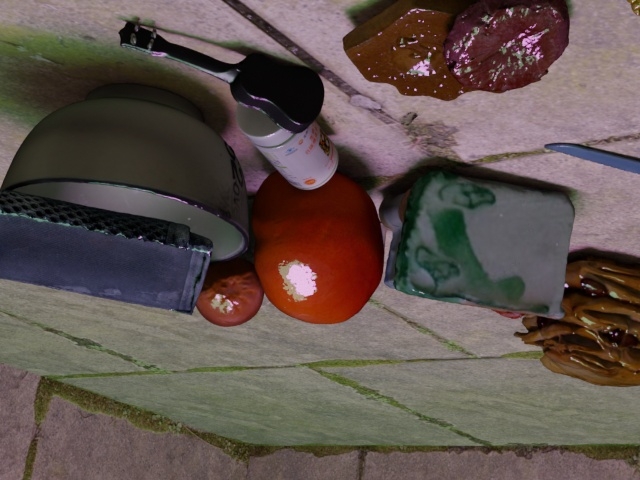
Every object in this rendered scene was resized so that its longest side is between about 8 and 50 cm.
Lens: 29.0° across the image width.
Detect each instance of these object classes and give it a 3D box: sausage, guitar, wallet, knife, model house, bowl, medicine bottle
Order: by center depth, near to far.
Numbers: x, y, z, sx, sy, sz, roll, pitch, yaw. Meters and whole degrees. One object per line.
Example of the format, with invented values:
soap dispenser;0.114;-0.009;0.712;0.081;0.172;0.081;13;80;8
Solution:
guitar;-0.122;-0.216;1.556;0.271;0.083;0.038;21;154;-17
wallet;-0.324;0.008;1.697;0.342;0.075;0.237;12;155;-7
medicine bottle;-0.043;-0.141;1.703;0.086;0.086;0.183;0;160;21
knife;0.463;-0.100;1.748;0.313;0.019;0.044;13;163;-11
bowl;-0.262;-0.101;1.748;0.354;0.185;0.354;7;161;2
sausage;-0.143;0.082;1.941;0.114;0.113;0.259;8;174;-1
model house;0.211;0.010;1.971;0.267;0.194;0.325;10;175;-14

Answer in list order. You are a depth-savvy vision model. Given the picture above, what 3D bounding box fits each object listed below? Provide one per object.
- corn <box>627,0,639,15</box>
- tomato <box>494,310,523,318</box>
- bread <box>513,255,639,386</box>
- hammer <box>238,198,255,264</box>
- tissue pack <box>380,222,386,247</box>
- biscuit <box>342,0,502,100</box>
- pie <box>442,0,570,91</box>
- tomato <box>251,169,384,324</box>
corn;0.390;-0.280;1.118;0.101;0.101;0.292;21;158;-35
tomato;0.308;0.057;2.151;0.159;0.091;0.139;29;159;23
bread;0.507;0.170;2.248;0.314;0.191;0.370;11;162;-13
hammer;-0.160;0.008;2.171;0.336;0.119;0.206;0;159;39
tissue pack;0.074;0.017;2.105;0.074;0.094;0.059;10;160;-12
biscuit;0.145;-0.223;1.463;0.215;0.034;0.182;19;151;-35
pie;0.209;-0.222;1.381;0.154;0.038;0.153;-7;147;-5
tomato;0.000;-0.003;1.878;0.180;0.259;0.260;-12;156;14
